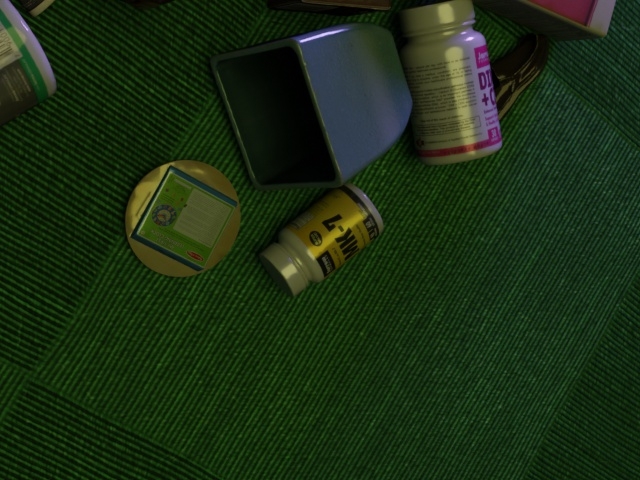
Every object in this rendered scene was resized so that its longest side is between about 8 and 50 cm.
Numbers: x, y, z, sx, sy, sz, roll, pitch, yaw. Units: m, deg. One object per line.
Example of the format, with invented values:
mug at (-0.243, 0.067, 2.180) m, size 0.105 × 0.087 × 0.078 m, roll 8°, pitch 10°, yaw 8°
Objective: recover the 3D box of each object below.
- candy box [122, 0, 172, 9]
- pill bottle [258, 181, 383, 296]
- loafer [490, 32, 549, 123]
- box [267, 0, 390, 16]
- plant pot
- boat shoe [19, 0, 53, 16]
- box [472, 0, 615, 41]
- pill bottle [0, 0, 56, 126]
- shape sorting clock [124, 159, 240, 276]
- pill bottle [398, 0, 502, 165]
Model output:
candy box at (-0.293, -0.411, 1.682) m, size 0.109 × 0.187 × 0.053 m, roll 15°, pitch 92°, yaw -25°
pill bottle at (0.000, 0.000, 1.908) m, size 0.208 × 0.119 × 0.119 m, roll -39°, pitch 111°, yaw -14°
loafer at (0.356, -0.316, 2.040) m, size 0.078 × 0.080 × 0.220 m, roll 37°, pitch 82°, yaw -24°
box at (0.017, -0.493, 1.817) m, size 0.167 × 0.168 × 0.203 m, roll 0°, pitch 98°, yaw -23°
plant pot at (0.012, -0.246, 1.819) m, size 0.252 × 0.248 × 0.247 m, roll -29°, pitch 108°, yaw -35°
boat shoe at (-0.404, -0.447, 1.691) m, size 0.206 × 0.075 × 0.065 m, roll -48°, pitch 114°, yaw -5°
box at (0.422, -0.475, 2.010) m, size 0.232 × 0.148 × 0.127 m, roll 16°, pitch 90°, yaw -26°
pill bottle at (-0.592, -0.213, 1.569) m, size 0.361 × 0.204 × 0.204 m, roll -35°, pitch 109°, yaw -15°
shape sorting clock at (-0.237, -0.038, 1.839) m, size 0.206 × 0.040 × 0.206 m, roll -5°, pitch 102°, yaw -26°
pill bottle at (0.232, -0.291, 1.944) m, size 0.160 × 0.160 × 0.283 m, roll -17°, pitch 104°, yaw -21°
